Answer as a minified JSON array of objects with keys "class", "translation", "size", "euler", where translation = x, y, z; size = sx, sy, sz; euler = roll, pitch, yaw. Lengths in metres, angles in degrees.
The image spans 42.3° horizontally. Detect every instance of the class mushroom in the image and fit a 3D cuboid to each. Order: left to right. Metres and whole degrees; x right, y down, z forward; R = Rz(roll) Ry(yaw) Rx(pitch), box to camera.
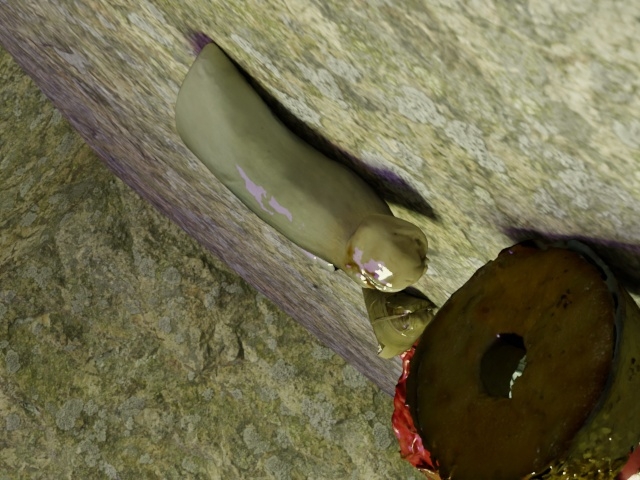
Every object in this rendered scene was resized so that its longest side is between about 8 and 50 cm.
[{"class":"mushroom","translation":[-0.024,-0.072,1.071],"size":[0.397,0.126,0.177],"euler":[42,161,14]}]

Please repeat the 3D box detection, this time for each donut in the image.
[{"class":"donut","translation":[0.200,0.129,0.781],"size":[0.107,0.272,0.272],"euler":[34,173,-24]}]

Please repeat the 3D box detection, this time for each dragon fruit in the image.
[{"class":"dragon fruit","translation":[0.240,0.288,1.538],"size":[0.330,0.302,0.240],"euler":[58,-161,-7]}]

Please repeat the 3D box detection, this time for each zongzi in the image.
[{"class":"zongzi","translation":[0.126,0.099,1.435],"size":[0.160,0.078,0.176],"euler":[-55,49,56]}]

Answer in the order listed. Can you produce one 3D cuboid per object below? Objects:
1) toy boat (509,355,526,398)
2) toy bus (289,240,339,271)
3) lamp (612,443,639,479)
[{"class":"toy boat","translation":[0.306,0.222,1.241],"size":[0.085,0.078,0.260],"euler":[6,149,31]},{"class":"toy bus","translation":[0.000,0.000,1.390],"size":[0.123,0.075,0.060],"euler":[38,169,12]},{"class":"lamp","translation":[0.379,0.225,0.765],"size":[0.274,0.177,0.177],"euler":[35,168,18]}]
